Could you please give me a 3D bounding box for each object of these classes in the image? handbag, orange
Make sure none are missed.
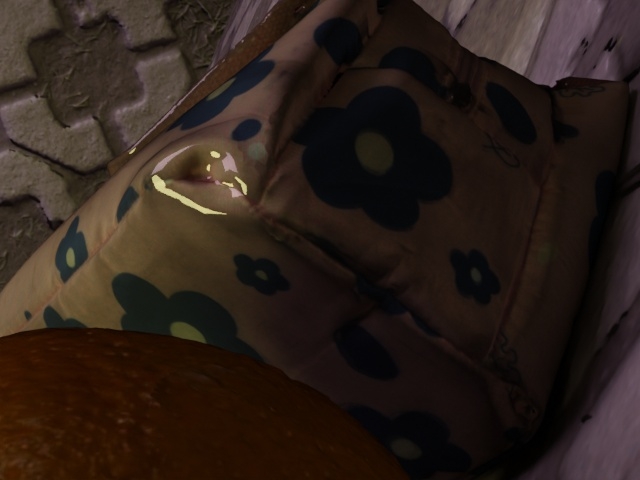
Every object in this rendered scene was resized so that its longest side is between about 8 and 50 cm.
[{"bbox_3d":[0.000,0.000,0.781,0.251,0.190,0.193,-39,20,53],"label":"handbag"},{"bbox_3d":[-0.069,0.156,0.565,0.264,0.264,0.264,-62,10,19],"label":"orange"}]
